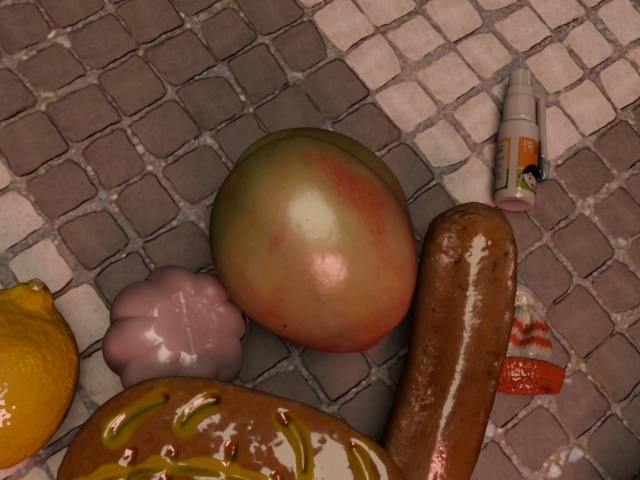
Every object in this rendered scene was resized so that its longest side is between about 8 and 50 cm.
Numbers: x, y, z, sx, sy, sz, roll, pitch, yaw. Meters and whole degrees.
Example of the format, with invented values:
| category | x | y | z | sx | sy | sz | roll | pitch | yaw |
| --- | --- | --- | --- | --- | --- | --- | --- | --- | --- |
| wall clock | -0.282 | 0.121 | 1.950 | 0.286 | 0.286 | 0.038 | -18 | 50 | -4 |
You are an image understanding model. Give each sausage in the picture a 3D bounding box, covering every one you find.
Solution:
| category | x | y | z | sx | sy | sz | roll | pitch | yaw |
| --- | --- | --- | --- | --- | --- | --- | --- | --- | --- |
| sausage | 0.152 | 0.195 | 0.869 | 0.136 | 0.123 | 0.500 | 17 | 86 | -34 |

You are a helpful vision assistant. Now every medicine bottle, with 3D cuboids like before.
| category | x | y | z | sx | sy | sz | roll | pitch | yaw |
| --- | --- | --- | --- | --- | --- | --- | --- | --- | --- |
| medicine bottle | 0.313 | -0.152 | 1.058 | 0.092 | 0.061 | 0.220 | 17 | 71 | -29 |

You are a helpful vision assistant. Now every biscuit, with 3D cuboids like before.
| category | x | y | z | sx | sy | sz | roll | pitch | yaw |
| --- | --- | --- | --- | --- | --- | --- | --- | --- | --- |
| biscuit | -0.094 | 0.326 | 0.711 | 0.394 | 0.070 | 0.350 | 8 | 82 | 7 |

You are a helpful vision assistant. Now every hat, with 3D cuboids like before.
| category | x | y | z | sx | sy | sz | roll | pitch | yaw |
| --- | --- | --- | --- | --- | --- | --- | --- | --- | --- |
| hat | 0.276 | 0.130 | 0.956 | 0.112 | 0.093 | 0.162 | 15 | 67 | -19 |

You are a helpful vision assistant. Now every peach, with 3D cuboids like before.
| category | x | y | z | sx | sy | sz | roll | pitch | yaw |
| --- | --- | --- | --- | --- | --- | --- | --- | --- | --- |
| peach | 0.000 | 0.001 | 0.846 | 0.247 | 0.292 | 0.292 | -41 | 84 | 1 |

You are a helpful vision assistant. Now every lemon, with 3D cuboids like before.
| category | x | y | z | sx | sy | sz | roll | pitch | yaw |
| --- | --- | --- | --- | --- | --- | --- | --- | --- | --- |
| lemon | -0.376 | 0.160 | 0.798 | 0.187 | 0.187 | 0.244 | 17 | 68 | -4 |

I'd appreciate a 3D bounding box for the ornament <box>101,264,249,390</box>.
| category | x | y | z | sx | sy | sz | roll | pitch | yaw |
| --- | --- | --- | --- | --- | --- | --- | --- | --- | --- |
| ornament | -0.180 | 0.122 | 0.859 | 0.177 | 0.177 | 0.177 | 2 | 74 | -8 |
